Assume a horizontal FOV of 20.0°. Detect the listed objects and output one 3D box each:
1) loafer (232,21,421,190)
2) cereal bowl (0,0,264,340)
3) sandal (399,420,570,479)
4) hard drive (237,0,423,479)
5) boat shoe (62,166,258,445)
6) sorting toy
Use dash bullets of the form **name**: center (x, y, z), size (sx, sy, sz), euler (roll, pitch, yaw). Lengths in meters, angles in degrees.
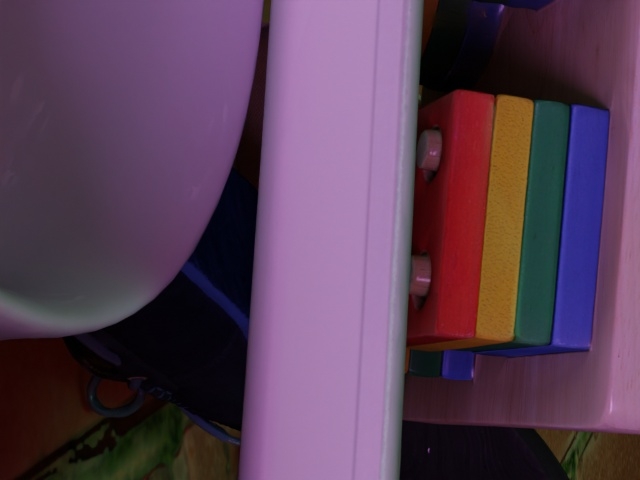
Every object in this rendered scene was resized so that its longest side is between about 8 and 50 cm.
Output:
- **loafer**: center (-0.010, -0.066, 0.919), size (0.268, 0.092, 0.101), euler (-18, 104, -72)
- **cereal bowl**: center (-0.129, -0.140, 0.479), size (0.339, 0.141, 0.339), euler (-3, 90, -75)
- **sandal**: center (0.072, 0.295, 1.019), size (0.107, 0.168, 0.445), euler (1, 85, -55)
- **hard drive**: center (0.000, 0.000, 0.604), size (0.233, 0.047, 0.353), euler (102, -9, -76)
- **boat shoe**: center (-0.070, 0.010, 0.741), size (0.258, 0.089, 0.109), euler (59, 23, -54)
- **sorting toy**: center (0.059, -0.053, 0.761), size (0.255, 0.089, 0.257), euler (162, -66, -74)
